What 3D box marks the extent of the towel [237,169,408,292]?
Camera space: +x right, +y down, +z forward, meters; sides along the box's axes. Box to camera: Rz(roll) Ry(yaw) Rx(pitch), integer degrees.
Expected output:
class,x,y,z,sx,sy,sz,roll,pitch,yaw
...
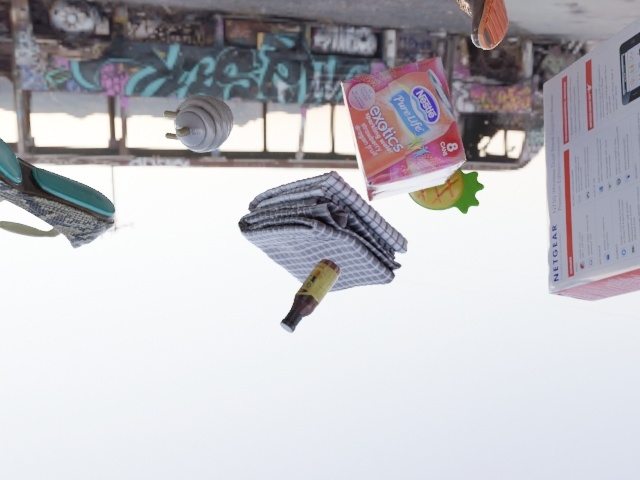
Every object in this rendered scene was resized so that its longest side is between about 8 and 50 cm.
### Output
class,x,y,z,sx,sy,sz,roll,pitch,yaw
towel,0.000,0.000,1.395,0.235,0.121,0.283,42,151,-28

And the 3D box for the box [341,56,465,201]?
class,x,y,z,sx,sy,sz,roll,pitch,yaw
box,0.122,-0.155,1.097,0.142,0.154,0.300,-13,177,4

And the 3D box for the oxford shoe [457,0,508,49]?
class,x,y,z,sx,sy,sz,roll,pitch,yaw
oxford shoe,0.446,-0.652,1.993,0.132,0.130,0.364,-6,-132,30

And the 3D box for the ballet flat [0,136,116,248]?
class,x,y,z,sx,sy,sz,roll,pitch,yaw
ballet flat,-0.637,-0.107,1.460,0.483,0.182,0.164,41,-169,-49

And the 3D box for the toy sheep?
class,x,y,z,sx,sy,sz,roll,pitch,yaw
toy sheep,-0.173,-0.168,1.032,0.091,0.091,0.132,6,-152,20

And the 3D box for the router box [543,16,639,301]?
class,x,y,z,sx,sy,sz,roll,pitch,yaw
router box,0.417,-0.113,0.925,0.082,0.336,0.301,10,163,-19

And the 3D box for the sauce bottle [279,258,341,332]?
class,x,y,z,sx,sy,sz,roll,pitch,yaw
sauce bottle,-0.017,0.086,1.111,0.042,0.042,0.128,12,-125,40

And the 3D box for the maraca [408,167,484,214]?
class,x,y,z,sx,sy,sz,roll,pitch,yaw
maraca,0.296,-0.130,1.714,0.185,0.127,0.099,16,-179,16
